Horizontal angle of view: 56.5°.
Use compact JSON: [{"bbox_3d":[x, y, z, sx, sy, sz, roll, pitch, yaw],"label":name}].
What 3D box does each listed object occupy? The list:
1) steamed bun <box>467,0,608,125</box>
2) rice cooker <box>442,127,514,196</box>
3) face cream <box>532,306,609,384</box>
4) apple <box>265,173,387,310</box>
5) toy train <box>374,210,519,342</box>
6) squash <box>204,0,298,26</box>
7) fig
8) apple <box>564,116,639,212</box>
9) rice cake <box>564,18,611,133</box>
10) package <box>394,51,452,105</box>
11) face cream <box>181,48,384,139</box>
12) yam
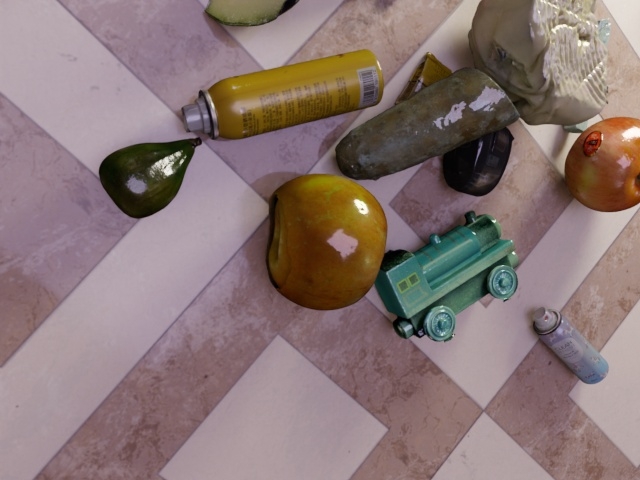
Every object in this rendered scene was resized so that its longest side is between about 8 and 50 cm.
[{"bbox_3d":[0.407,-0.373,1.139,0.275,0.206,0.320,-14,102,-34],"label":"steamed bun"},{"bbox_3d":[0.310,-0.170,1.175,0.106,0.112,0.165,22,90,-27],"label":"rice cooker"},{"bbox_3d":[0.556,0.232,1.341,0.229,0.075,0.075,42,82,-20],"label":"face cream"},{"bbox_3d":[0.000,0.000,1.031,0.207,0.237,0.237,16,91,-8],"label":"apple"},{"bbox_3d":[0.254,0.066,1.185,0.298,0.120,0.194,-30,101,-15],"label":"toy train"},{"bbox_3d":[-0.077,-0.422,1.000,0.192,0.184,0.085,-63,150,-1],"label":"squash"},{"bbox_3d":[-0.269,-0.113,0.975,0.177,0.117,0.117,-40,110,-30],"label":"fig"},{"bbox_3d":[0.620,-0.158,1.251,0.209,0.164,0.210,-15,130,-19],"label":"apple"},{"bbox_3d":[0.577,-0.354,1.286,0.042,0.045,0.245,11,93,-19],"label":"rice cake"},{"bbox_3d":[0.208,-0.298,1.153,0.071,0.047,0.131,35,86,-18],"label":"package"},{"bbox_3d":[-0.066,-0.246,1.027,0.348,0.105,0.105,-18,103,-17],"label":"face cream"},{"bbox_3d":[0.182,-0.206,1.083,0.330,0.133,0.133,-24,106,8],"label":"yam"}]
